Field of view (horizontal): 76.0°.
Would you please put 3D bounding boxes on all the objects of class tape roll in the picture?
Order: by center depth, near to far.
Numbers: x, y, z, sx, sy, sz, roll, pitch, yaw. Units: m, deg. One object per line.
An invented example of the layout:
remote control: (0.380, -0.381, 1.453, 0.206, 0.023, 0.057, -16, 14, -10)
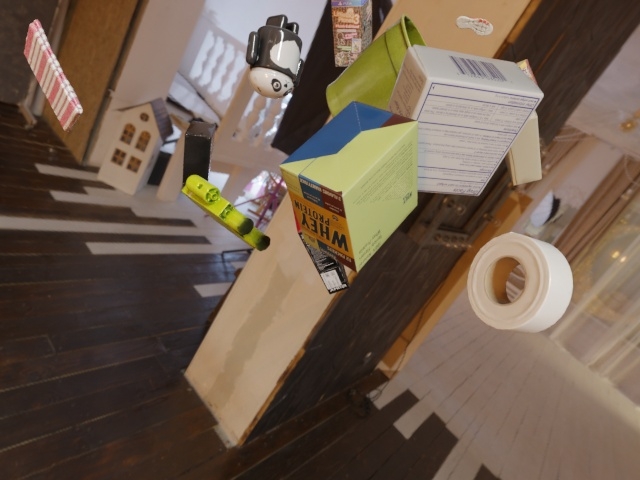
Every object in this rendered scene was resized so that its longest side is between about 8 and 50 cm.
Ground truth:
tape roll: (0.572, 0.124, 1.201, 0.100, 0.286, 0.286, 13, 24, -24)

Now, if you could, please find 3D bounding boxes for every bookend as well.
bookend: (-0.360, -0.258, 1.219, 0.072, 0.156, 0.157, 6, 29, -13)

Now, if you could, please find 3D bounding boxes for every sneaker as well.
sneaker: (0.654, -0.921, 1.735, 0.158, 0.061, 0.065, 20, 43, 1)

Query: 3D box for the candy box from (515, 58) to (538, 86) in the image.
candy box: (0.597, -0.500, 1.334, 0.109, 0.053, 0.187, 54, -25, -20)

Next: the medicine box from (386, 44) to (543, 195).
medicine box: (0.290, -0.259, 0.943, 0.264, 0.289, 0.149, 3, 48, -14)

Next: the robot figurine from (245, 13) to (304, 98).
robot figurine: (-0.160, -0.657, 1.480, 0.209, 0.278, 0.173, 12, 6, -10)

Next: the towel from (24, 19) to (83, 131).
towel: (-0.579, -0.350, 0.891, 0.029, 0.197, 0.144, -32, 17, -37)

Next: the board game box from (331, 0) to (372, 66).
board game box: (0.157, -1.015, 1.957, 0.141, 0.291, 0.232, 7, 43, 15)

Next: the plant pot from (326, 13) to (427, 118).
plant pot: (0.225, -0.532, 1.471, 0.366, 0.353, 0.366, 36, 42, -42)

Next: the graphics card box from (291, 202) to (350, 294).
graphics card box: (0.000, 0.000, 1.512, 0.232, 0.094, 0.371, -105, 172, -45)

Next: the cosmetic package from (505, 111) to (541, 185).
cosmetic package: (0.773, -0.382, 1.586, 0.309, 0.113, 0.160, 55, 30, -41)

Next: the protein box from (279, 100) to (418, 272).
protein box: (0.062, -0.095, 0.729, 0.136, 0.200, 0.201, 30, -26, 31)

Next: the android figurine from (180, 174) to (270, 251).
android figurine: (-0.242, -0.071, 1.022, 0.273, 0.056, 0.248, 33, -11, 36)
